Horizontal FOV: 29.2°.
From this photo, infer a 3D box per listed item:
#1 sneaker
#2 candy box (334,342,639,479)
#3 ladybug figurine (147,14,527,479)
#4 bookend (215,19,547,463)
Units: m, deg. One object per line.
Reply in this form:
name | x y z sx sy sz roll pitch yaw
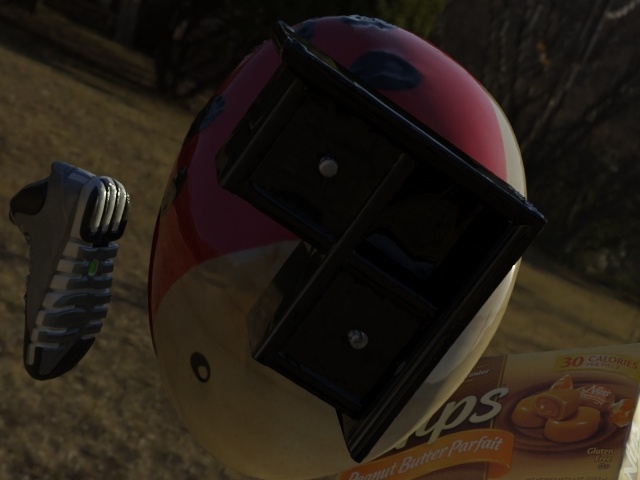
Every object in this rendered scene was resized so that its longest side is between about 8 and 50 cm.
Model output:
sneaker | -0.285 0.023 1.295 0.132 0.228 0.086 28 12 32
candy box | 0.182 0.205 1.228 0.316 0.183 0.087 -10 -55 37
ladybug figurine | -0.001 -0.031 0.947 0.449 0.305 0.162 -83 151 -46
bookend | 0.000 0.000 0.620 0.157 0.156 0.072 34 10 -15
